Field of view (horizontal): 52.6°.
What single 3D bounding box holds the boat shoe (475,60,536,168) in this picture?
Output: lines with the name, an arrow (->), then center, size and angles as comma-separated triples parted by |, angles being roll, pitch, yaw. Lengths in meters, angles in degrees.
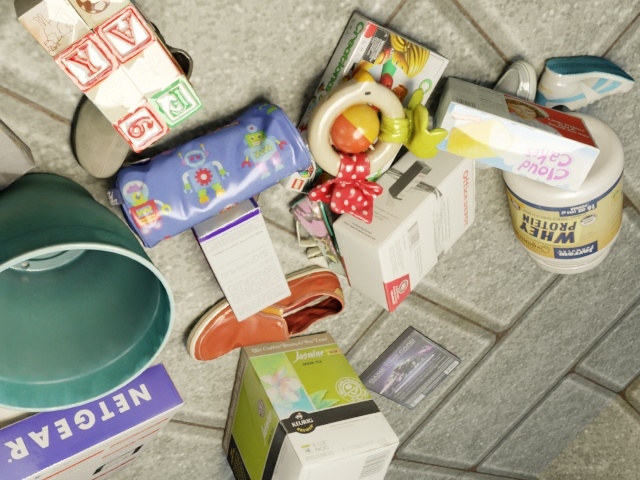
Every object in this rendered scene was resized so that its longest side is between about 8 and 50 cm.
boat shoe -> 0.337, -0.235, 1.247 | 0.081, 0.079, 0.227 | -8, 132, -33

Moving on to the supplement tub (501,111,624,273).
supplement tub -> 0.515, -0.089, 1.366 | 0.228, 0.228, 0.316 | -36, 140, -3

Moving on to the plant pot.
plant pot -> -0.369, 0.044, 0.889 | 0.272, 0.255, 0.271 | -18, 133, -20

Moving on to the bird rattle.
bird rattle -> 0.064, -0.163, 1.054 | 0.253, 0.143, 0.207 | -37, 126, 17

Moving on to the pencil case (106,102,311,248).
pencil case -> -0.170, -0.107, 0.996 | 0.306, 0.119, 0.133 | -27, 97, -10

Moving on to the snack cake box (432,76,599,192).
snack cake box -> 0.336, -0.191, 1.144 | 0.264, 0.152, 0.089 | 18, 121, 0

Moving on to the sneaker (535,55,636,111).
sneaker -> 0.536, -0.315, 1.316 | 0.229, 0.087, 0.092 | -5, 134, -21

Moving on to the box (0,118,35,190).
box -> -0.508, -0.129, 0.801 | 0.183, 0.056, 0.231 | -34, 136, -4

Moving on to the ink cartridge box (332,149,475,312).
ink cartridge box -> 0.166, -0.033, 1.211 | 0.273, 0.114, 0.197 | -43, 145, -21

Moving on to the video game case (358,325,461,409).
video game case -> 0.237, 0.339, 1.689 | 0.196, 0.026, 0.274 | -47, 135, 8

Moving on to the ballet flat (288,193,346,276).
ballet flat -> 0.000, 0.000, 1.234 | 0.079, 0.077, 0.221 | -22, 132, 9

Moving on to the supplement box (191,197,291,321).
supplement box -> -0.143, 0.017, 1.117 | 0.114, 0.111, 0.220 | -28, 135, -10

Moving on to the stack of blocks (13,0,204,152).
stack of blocks -> -0.246, -0.247, 0.701 | 0.087, 0.297, 0.171 | -35, 136, -1

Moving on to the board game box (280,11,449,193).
board game box -> 0.069, -0.210, 1.112 | 0.193, 0.053, 0.305 | 9, 119, -39

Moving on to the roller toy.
roller toy -> -0.486, 0.189, 0.971 | 0.191, 0.209, 0.146 | 4, 124, -41

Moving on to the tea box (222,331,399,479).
tea box -> -0.040, 0.428, 1.364 | 0.220, 0.323, 0.329 | -6, 128, -29

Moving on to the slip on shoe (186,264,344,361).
slip on shoe -> -0.102, 0.152, 1.263 | 0.331, 0.101, 0.123 | -22, 135, -15

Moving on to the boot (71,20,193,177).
boot -> -0.257, -0.164, 0.859 | 0.083, 0.161, 0.246 | 11, 118, -38

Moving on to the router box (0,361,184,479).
router box -> -0.422, 0.351, 1.044 | 0.335, 0.082, 0.301 | -18, 157, -43
